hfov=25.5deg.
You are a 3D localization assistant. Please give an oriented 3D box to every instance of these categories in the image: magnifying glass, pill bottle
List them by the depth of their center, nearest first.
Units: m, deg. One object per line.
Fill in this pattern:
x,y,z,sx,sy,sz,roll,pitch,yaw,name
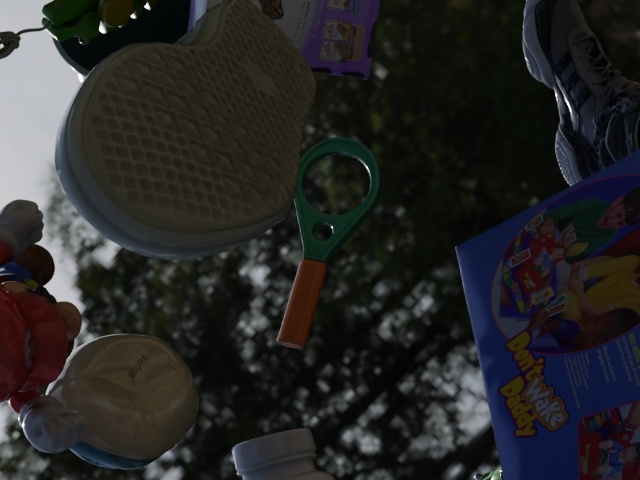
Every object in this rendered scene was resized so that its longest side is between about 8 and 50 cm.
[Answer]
-0.029,0.290,1.423,0.112,0.112,0.186,19,-125,-68,pill bottle
0.000,0.000,1.455,0.092,0.231,0.026,12,163,11,magnifying glass

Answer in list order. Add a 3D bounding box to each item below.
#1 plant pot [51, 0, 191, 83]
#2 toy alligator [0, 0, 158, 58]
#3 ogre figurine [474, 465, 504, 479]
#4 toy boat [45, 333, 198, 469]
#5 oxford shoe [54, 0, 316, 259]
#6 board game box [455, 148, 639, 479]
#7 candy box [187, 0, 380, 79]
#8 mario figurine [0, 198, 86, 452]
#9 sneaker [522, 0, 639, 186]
-0.181,-0.220,1.825,0.271,0.272,0.255,48,164,33,plant pot
-0.175,-0.179,1.097,0.056,0.190,0.051,41,157,31,toy alligator
0.225,0.310,1.478,0.197,0.097,0.118,46,156,-19,ogre figurine
-0.319,0.194,1.855,0.318,0.148,0.267,24,-160,7,toy boat
-0.104,-0.074,1.075,0.169,0.130,0.449,49,-161,-10,oxford shoe
0.244,0.084,1.090,0.078,0.233,0.347,48,-157,-33,board game box
-0.037,-0.268,1.524,0.196,0.165,0.070,4,-168,-21,candy box
-0.276,0.081,1.379,0.198,0.170,0.320,39,-178,-8,mario figurine
0.339,-0.191,1.672,0.153,0.101,0.268,-9,98,54,sneaker
